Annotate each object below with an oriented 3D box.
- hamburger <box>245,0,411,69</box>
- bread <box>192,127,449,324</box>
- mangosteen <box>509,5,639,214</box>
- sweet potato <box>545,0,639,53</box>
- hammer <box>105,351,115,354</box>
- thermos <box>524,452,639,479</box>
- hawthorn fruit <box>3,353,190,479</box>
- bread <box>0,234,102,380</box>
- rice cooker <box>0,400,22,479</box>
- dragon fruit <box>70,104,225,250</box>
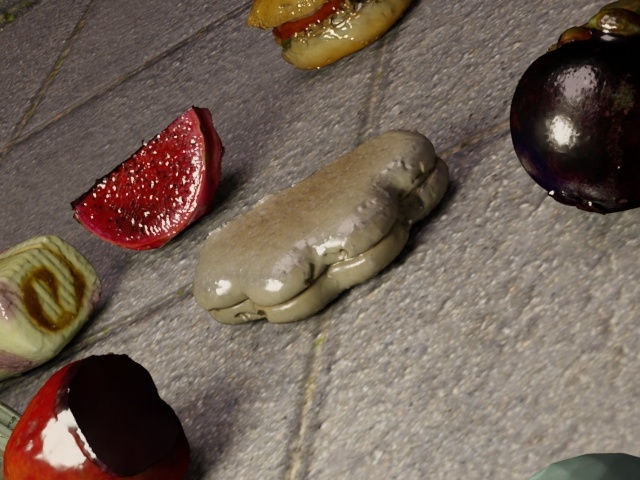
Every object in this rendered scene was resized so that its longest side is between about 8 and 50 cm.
[{"bbox_3d":[0.015,-0.376,2.347,0.244,0.163,0.244,-38,25,21],"label":"hamburger"},{"bbox_3d":[0.003,0.003,1.769,0.337,0.102,0.183,-32,29,9],"label":"bread"},{"bbox_3d":[0.290,-0.139,1.486,0.194,0.194,0.230,7,72,59],"label":"mangosteen"},{"bbox_3d":[0.344,-0.241,1.745,0.075,0.075,0.269,-47,21,-19],"label":"sweet potato"},{"bbox_3d":[-0.275,0.208,1.887,0.060,0.028,0.195,-40,25,11],"label":"hammer"},{"bbox_3d":[0.207,0.276,0.961,0.182,0.145,0.286,-1,33,2],"label":"thermos"},{"bbox_3d":[-0.255,0.242,1.626,0.251,0.189,0.189,-46,21,17],"label":"hawthorn fruit"},{"bbox_3d":[-0.478,0.119,2.173,0.338,0.155,0.187,-22,21,39],"label":"bread"},{"bbox_3d":[-0.448,0.260,1.898,0.206,0.145,0.127,-4,53,48],"label":"rice cooker"},{"bbox_3d":[-0.228,-0.071,2.180,0.261,0.163,0.189,-33,53,21],"label":"dragon fruit"}]
